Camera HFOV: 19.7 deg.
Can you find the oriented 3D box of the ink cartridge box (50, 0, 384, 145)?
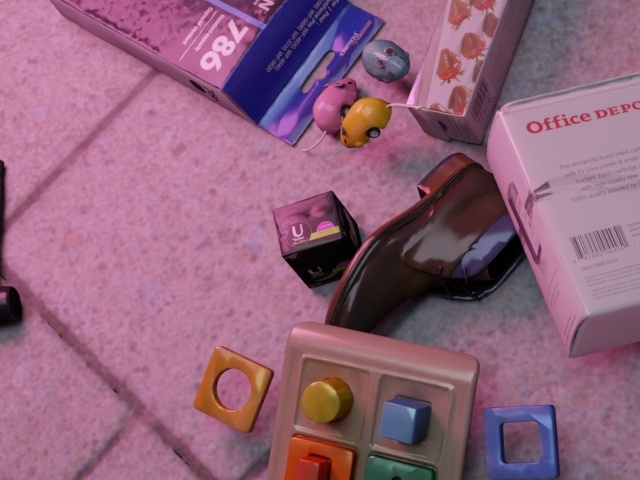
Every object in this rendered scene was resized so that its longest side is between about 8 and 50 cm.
[{"bbox_3d":[-0.114,-0.240,1.872,0.333,0.065,0.165,30,79,27],"label":"ink cartridge box"}]

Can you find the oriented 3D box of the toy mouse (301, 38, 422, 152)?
[{"bbox_3d":[0.035,-0.149,1.767,0.161,0.031,0.143,-32,37,37],"label":"toy mouse"}]

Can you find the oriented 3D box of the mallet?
[{"bbox_3d":[-0.340,0.004,1.860,0.062,0.039,0.189,-16,59,9],"label":"mallet"}]

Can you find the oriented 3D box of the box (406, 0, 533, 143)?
[{"bbox_3d":[0.170,-0.249,1.773,0.063,0.067,0.324,14,73,25],"label":"box"}]

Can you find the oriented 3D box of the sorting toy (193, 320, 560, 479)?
[{"bbox_3d":[0.034,0.180,1.609,0.348,0.047,0.196,11,91,24],"label":"sorting toy"}]

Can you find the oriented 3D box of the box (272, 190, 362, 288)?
[{"bbox_3d":[0.000,0.000,1.710,0.062,0.083,0.052,-18,62,11],"label":"box"}]

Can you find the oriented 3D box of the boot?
[{"bbox_3d":[0.101,0.026,1.665,0.106,0.082,0.219,33,79,31],"label":"boot"}]

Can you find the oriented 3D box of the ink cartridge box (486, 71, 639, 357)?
[{"bbox_3d":[0.254,-0.025,1.602,0.158,0.092,0.218,-13,63,-11],"label":"ink cartridge box"}]
